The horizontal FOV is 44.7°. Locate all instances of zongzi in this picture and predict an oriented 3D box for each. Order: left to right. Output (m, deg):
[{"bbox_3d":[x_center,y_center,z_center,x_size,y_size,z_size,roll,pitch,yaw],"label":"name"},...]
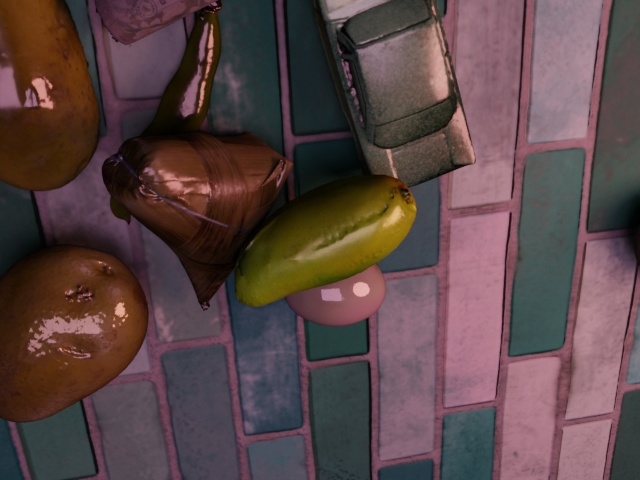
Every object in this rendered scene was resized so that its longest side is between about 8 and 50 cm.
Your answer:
[{"bbox_3d":[-0.164,-0.011,0.872,0.221,0.112,0.242,-4,130,-52],"label":"zongzi"}]

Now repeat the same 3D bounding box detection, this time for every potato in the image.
[{"bbox_3d":[-0.324,-0.165,0.802,0.160,0.111,0.271,-13,119,-7],"label":"potato"},{"bbox_3d":[-0.318,0.118,0.920,0.174,0.159,0.251,43,112,-2],"label":"potato"}]

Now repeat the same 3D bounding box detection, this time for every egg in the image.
[{"bbox_3d":[0.017,0.057,0.985,0.135,0.103,0.103,6,115,-16],"label":"egg"}]

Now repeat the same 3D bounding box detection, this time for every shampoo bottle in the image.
[{"bbox_3d":[-0.124,-0.271,0.787,0.214,0.072,0.072,-22,119,15],"label":"shampoo bottle"}]

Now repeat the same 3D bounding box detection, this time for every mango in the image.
[{"bbox_3d":[0.000,0.000,0.890,0.233,0.111,0.125,-32,156,9],"label":"mango"}]

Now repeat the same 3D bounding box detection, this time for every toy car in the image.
[{"bbox_3d":[0.083,-0.204,0.872,0.141,0.097,0.320,-21,119,-2],"label":"toy car"}]

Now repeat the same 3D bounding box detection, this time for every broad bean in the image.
[{"bbox_3d":[-0.164,-0.141,0.884,0.060,0.043,0.297,25,108,-14],"label":"broad bean"}]

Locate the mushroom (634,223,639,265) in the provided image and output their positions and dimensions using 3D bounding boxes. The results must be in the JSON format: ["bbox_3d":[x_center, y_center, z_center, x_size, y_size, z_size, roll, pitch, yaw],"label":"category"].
[{"bbox_3d":[0.506,0.017,1.064,0.188,0.141,0.117,22,144,-16],"label":"mushroom"}]
